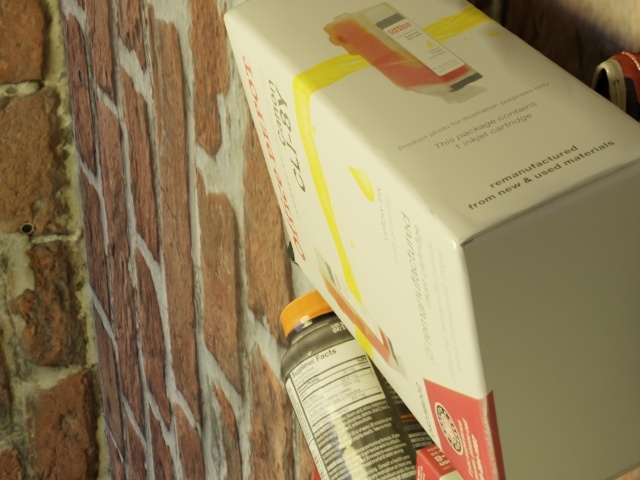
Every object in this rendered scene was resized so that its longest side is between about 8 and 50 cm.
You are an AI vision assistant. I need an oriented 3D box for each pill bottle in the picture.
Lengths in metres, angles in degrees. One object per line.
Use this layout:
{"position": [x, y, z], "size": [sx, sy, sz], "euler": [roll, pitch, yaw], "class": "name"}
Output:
{"position": [0.038, 0.170, 1.312], "size": [0.130, 0.130, 0.246], "euler": [113, 140, -57], "class": "pill bottle"}

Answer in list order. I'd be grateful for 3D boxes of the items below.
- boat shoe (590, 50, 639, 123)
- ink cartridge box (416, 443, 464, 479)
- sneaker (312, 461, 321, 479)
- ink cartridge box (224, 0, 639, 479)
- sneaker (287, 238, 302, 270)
{"position": [0.200, -0.077, 0.875], "size": [0.049, 0.043, 0.137], "euler": [60, 155, 33], "class": "boat shoe"}
{"position": [0.172, 0.253, 1.020], "size": [0.176, 0.127, 0.128], "euler": [-134, 37, -52], "class": "ink cartridge box"}
{"position": [0.023, 0.278, 1.509], "size": [0.128, 0.087, 0.221], "euler": [-125, 41, -62], "class": "sneaker"}
{"position": [0.092, -0.019, 0.950], "size": [0.385, 0.160, 0.279], "euler": [51, 161, 50], "class": "ink cartridge box"}
{"position": [0.001, 0.000, 1.400], "size": [0.152, 0.058, 0.085], "euler": [-138, 46, -63], "class": "sneaker"}
